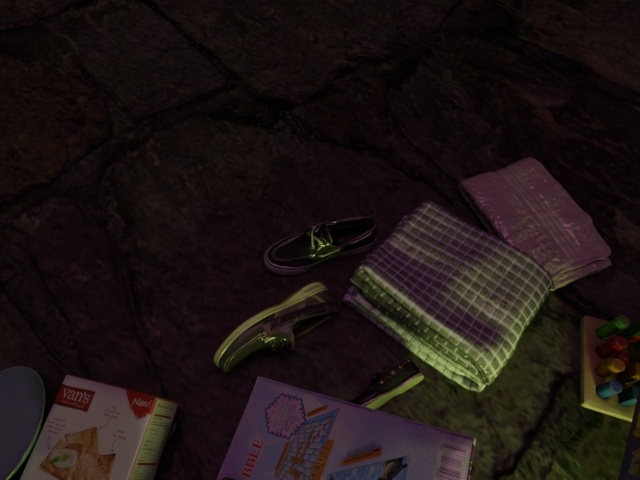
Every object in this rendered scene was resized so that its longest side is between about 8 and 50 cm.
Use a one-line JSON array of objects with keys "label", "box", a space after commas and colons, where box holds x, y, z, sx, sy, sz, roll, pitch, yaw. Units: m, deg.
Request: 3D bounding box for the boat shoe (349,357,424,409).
[{"label": "boat shoe", "box": [0.098, 0.231, 0.718, 0.133, 0.048, 0.042, -25, 57, -19]}]

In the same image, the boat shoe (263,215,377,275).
[{"label": "boat shoe", "box": [0.000, 0.000, 0.840, 0.220, 0.070, 0.077, -17, 61, -12]}]

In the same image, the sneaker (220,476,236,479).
[{"label": "sneaker", "box": [-0.090, 0.376, 0.524, 0.071, 0.066, 0.188, -1, 58, -5]}]

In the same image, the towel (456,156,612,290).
[{"label": "towel", "box": [0.417, -0.039, 0.894, 0.187, 0.049, 0.282, -19, 61, -14]}]

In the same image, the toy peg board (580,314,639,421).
[{"label": "toy peg board", "box": [0.519, 0.204, 0.732, 0.161, 0.079, 0.160, 16, 59, 8]}]

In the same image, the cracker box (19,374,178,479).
[{"label": "cracker box", "box": [-0.308, 0.312, 0.606, 0.156, 0.067, 0.232, 6, 65, 17]}]

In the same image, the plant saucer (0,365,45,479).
[{"label": "plant saucer", "box": [-0.461, 0.278, 0.648, 0.195, 0.037, 0.194, -12, 52, 16]}]

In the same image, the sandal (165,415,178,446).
[{"label": "sandal", "box": [-0.281, 0.314, 0.662, 0.179, 0.040, 0.067, -42, 63, -8]}]

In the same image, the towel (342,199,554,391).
[{"label": "towel", "box": [0.214, 0.076, 0.774, 0.284, 0.121, 0.235, 35, 63, 18]}]

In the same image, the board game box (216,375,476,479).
[{"label": "board game box", "box": [0.007, 0.368, 0.574, 0.318, 0.065, 0.318, 9, 57, 22]}]

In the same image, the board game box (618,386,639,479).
[{"label": "board game box", "box": [0.546, 0.265, 0.586, 0.233, 0.078, 0.347, 29, 57, 17]}]

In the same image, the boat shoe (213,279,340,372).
[{"label": "boat shoe", "box": [-0.064, 0.148, 0.743, 0.224, 0.080, 0.073, -32, 60, -25]}]
